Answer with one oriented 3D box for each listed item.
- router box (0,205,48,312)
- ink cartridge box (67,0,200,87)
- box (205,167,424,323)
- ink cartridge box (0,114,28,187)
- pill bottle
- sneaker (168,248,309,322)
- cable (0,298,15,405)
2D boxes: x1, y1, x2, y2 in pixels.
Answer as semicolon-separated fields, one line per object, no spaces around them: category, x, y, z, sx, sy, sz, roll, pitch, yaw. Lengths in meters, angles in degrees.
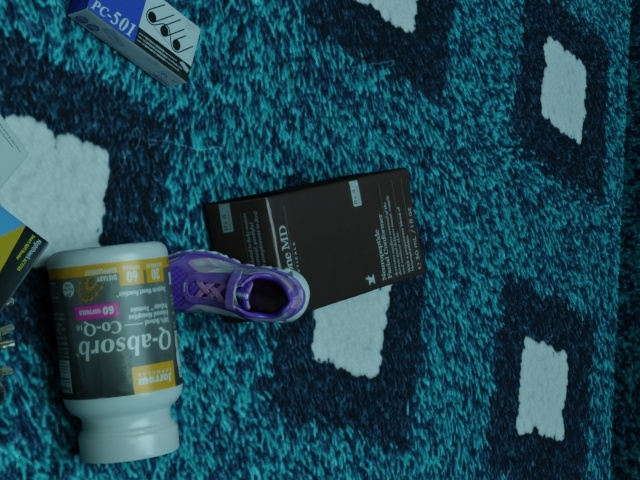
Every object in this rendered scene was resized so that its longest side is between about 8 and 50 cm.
router box;-0.430;0.029;1.572;0.133;0.046;0.179;39;45;-14
ink cartridge box;-0.266;-0.316;1.877;0.207;0.046;0.097;35;57;-43
box;0.000;0.000;2.087;0.381;0.143;0.191;-16;98;-49
ink cartridge box;-0.467;-0.059;1.503;0.093;0.154;0.212;59;44;-30
pill bottle;-0.267;0.145;1.715;0.162;0.162;0.278;-7;90;-51
sneaker;-0.132;0.070;1.851;0.104;0.236;0.095;-103;-160;-84
cable;-0.486;0.154;1.549;0.287;0.072;0.139;-9;105;-39
